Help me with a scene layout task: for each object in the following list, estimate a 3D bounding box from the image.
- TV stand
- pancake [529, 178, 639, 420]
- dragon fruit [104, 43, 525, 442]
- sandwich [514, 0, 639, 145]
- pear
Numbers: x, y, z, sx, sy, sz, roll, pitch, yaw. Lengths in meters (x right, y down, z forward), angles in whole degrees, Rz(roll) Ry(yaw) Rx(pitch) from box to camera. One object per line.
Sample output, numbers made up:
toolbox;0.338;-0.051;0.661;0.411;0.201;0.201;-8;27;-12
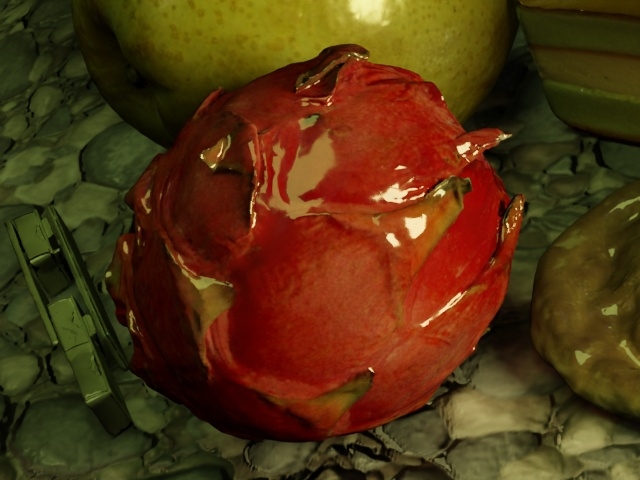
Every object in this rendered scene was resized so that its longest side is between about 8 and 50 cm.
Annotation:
TV stand;-0.175;0.051;1.377;0.042;0.036;0.249;-28;36;-4
pancake;0.231;0.024;1.150;0.222;0.042;0.236;-24;37;2
dragon fruit;-0.005;0.006;1.174;0.252;0.241;0.241;-19;34;-13
sandwich;0.225;-0.100;1.242;0.187;0.117;0.144;-14;35;17
pear;-0.027;-0.178;1.344;0.304;0.304;0.304;-17;37;14
